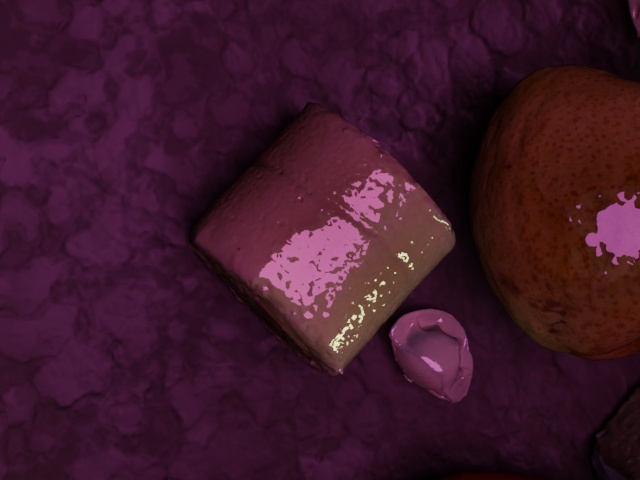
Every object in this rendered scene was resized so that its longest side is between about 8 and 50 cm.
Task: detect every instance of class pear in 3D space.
[{"bbox_3d":[0.217,-0.016,1.312,0.228,0.188,0.211,3,92,-16],"label":"pear"}]

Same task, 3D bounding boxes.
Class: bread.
[{"bbox_3d":[0.000,0.000,1.291,0.148,0.134,0.141,43,85,-1],"label":"bread"}]

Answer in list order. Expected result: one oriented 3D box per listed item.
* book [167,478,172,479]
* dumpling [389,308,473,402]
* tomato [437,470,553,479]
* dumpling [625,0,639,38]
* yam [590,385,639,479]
[{"bbox_3d":[-0.087,0.280,1.361,0.127,0.014,0.182,19,91,-15],"label":"book"},{"bbox_3d":[0.087,0.082,1.370,0.077,0.043,0.059,36,70,1],"label":"dumpling"},{"bbox_3d":[0.141,0.295,1.335,0.260,0.180,0.260,-2,96,-16],"label":"tomato"},{"bbox_3d":[0.257,-0.194,1.383,0.052,0.057,0.076,-20,74,25],"label":"dumpling"},{"bbox_3d":[0.344,0.198,1.329,0.201,0.271,0.202,43,91,-16],"label":"yam"}]
